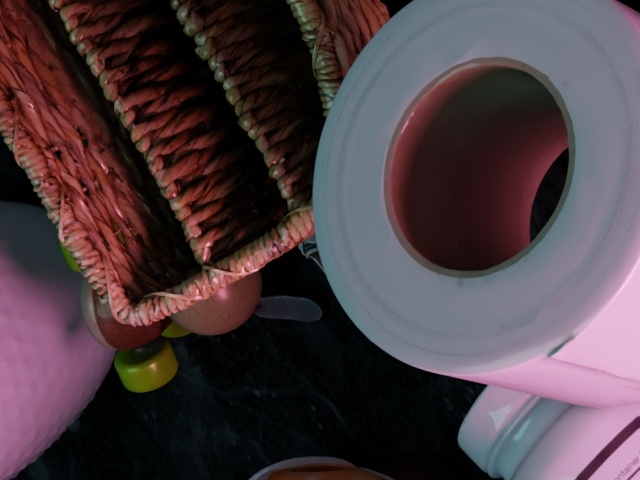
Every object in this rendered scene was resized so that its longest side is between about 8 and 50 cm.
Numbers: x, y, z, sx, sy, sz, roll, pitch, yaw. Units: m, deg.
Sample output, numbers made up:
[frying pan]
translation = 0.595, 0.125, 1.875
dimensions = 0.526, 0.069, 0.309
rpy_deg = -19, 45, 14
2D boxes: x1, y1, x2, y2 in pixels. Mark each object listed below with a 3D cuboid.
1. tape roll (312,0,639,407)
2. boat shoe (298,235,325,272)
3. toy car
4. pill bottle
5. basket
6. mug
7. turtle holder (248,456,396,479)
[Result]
[tape roll]
translation = 0.140, -0.028, 1.210
dimensions = 0.246, 0.169, 0.246
rpy_deg = -10, 73, 36
[boat shoe]
translation = 0.000, 0.000, 1.582
dimensions = 0.100, 0.035, 0.035
rpy_deg = 55, 142, 8
[toy car]
translation = -0.094, 0.025, 1.656
dimensions = 0.188, 0.149, 0.155
rpy_deg = -6, 123, 26
[pill bottle]
translation = 0.246, 0.201, 1.310
dimensions = 0.323, 0.181, 0.181
rpy_deg = 44, 139, 22
[basket]
translation = -0.089, -0.124, 1.434
dimensions = 0.213, 0.223, 0.299
rpy_deg = -30, 88, 43
[mug]
translation = -0.371, 0.062, 1.805
dimensions = 0.276, 0.328, 0.374
rpy_deg = -2, 110, 49
[turtle holder]
translation = 0.013, 0.324, 1.637
dimensions = 0.227, 0.243, 0.320
rpy_deg = -109, -4, -48
